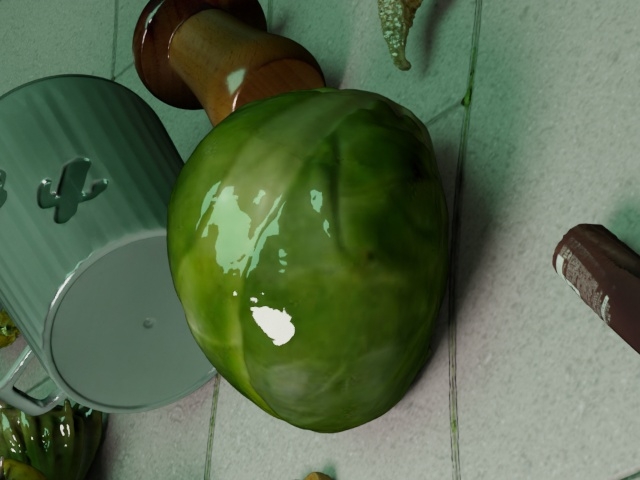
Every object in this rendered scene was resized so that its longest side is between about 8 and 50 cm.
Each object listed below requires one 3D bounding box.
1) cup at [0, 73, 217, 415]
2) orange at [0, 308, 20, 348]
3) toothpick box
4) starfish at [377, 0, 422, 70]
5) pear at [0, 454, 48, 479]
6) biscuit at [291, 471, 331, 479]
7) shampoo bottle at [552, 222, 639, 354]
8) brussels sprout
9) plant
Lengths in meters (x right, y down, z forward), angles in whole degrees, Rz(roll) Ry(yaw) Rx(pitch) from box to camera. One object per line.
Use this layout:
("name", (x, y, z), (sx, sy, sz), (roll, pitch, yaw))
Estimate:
("cup", (-0.295, 0.039, 1.797), (0.392, 0.310, 0.401), (50, 125, 50))
("orange", (-0.500, 0.023, 2.130), (0.301, 0.223, 0.300), (13, 90, 52))
("toothpick box", (-0.120, -0.226, 1.822), (0.192, 0.192, 0.294), (-57, 40, 9))
("starfish", (0.178, -0.384, 1.618), (0.293, 0.084, 0.301), (-30, 50, 34))
("pear", (-0.427, 0.423, 1.655), (0.285, 0.285, 0.336), (-20, 61, 46))
("biscuit", (-0.013, 0.343, 1.438), (0.166, 0.036, 0.225), (-48, 34, 21))
("shampoo bottle", (0.281, 0.061, 1.201), (0.067, 0.068, 0.236), (-54, 36, 11))
("brussels sprout", (0.000, 0.000, 1.438), (0.276, 0.315, 0.371), (-6, 56, 25))
("plant", (-0.345, 0.358, 1.841), (0.251, 0.180, 0.333), (-41, 70, 33))
